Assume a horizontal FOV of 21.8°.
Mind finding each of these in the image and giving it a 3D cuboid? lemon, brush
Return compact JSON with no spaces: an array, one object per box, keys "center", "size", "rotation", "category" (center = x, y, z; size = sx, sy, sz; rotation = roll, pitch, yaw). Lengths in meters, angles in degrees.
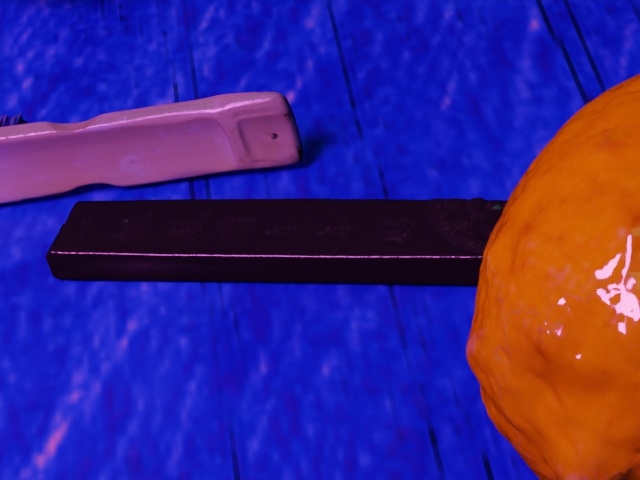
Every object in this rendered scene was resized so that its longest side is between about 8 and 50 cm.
[{"center":[0.103,0.010,0.452],"size":[0.114,0.114,0.155],"rotation":[17,49,30],"category":"lemon"},{"center":[-0.095,-0.033,0.614],"size":[0.178,0.033,0.030],"rotation":[-7,28,8],"category":"brush"}]

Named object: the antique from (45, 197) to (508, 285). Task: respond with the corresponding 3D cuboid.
[{"center":[0.000,0.000,0.563],"size":[0.192,0.015,0.031],"rotation":[1,44,16],"category":"antique"}]
